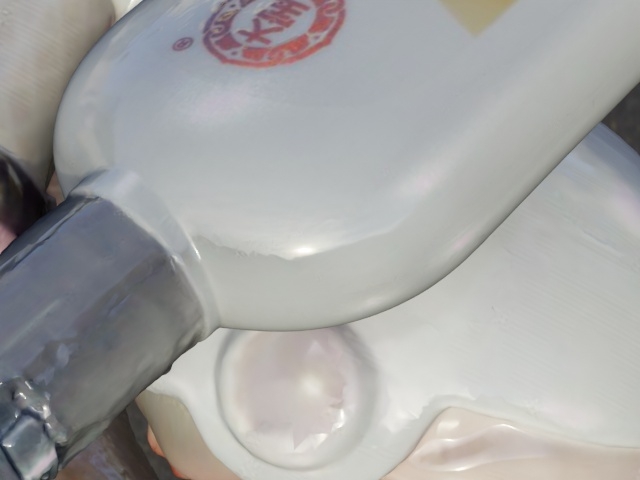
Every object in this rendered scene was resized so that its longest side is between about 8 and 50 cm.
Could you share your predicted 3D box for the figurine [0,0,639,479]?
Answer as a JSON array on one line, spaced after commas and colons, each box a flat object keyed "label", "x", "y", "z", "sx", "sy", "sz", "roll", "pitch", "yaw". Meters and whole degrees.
[{"label": "figurine", "x": -0.001, "y": 0.004, "z": 0.660, "sx": 0.211, "sy": 0.361, "sz": 0.253, "roll": -46, "pitch": 13, "yaw": 23}]

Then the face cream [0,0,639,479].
[{"label": "face cream", "x": 0.000, "y": -0.041, "z": 0.493, "sx": 0.144, "sy": 0.071, "sz": 0.291, "roll": 27, "pitch": 58, "yaw": 38}]

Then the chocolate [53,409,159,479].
[{"label": "chocolate", "x": -0.182, "y": 0.080, "z": 0.824, "sx": 0.161, "sy": 0.083, "sz": 0.261, "roll": -35, "pitch": 64, "yaw": 8}]
